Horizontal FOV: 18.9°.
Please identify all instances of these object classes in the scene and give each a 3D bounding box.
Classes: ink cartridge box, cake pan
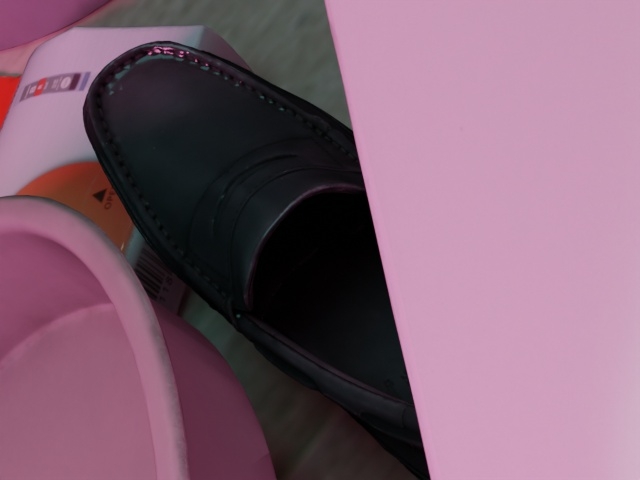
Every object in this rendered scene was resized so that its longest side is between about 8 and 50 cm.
[{"bbox_3d":[-0.124,-0.012,0.721,0.179,0.045,0.145,5,66,31],"label":"ink cartridge box"},{"bbox_3d":[-0.105,0.133,0.558,0.293,0.054,0.293,-29,52,44],"label":"cake pan"}]

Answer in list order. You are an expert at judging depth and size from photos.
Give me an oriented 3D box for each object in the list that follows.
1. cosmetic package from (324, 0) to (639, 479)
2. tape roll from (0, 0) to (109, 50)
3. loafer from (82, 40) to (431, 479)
[{"bbox_3d":[0.136,0.003,0.434,0.217,0.156,0.385,-19,66,22],"label":"cosmetic package"},{"bbox_3d":[-0.136,-0.190,0.811,0.219,0.072,0.219,-16,56,25],"label":"tape roll"},{"bbox_3d":[0.000,0.000,0.593,0.076,0.078,0.223,-45,59,-5],"label":"loafer"}]
